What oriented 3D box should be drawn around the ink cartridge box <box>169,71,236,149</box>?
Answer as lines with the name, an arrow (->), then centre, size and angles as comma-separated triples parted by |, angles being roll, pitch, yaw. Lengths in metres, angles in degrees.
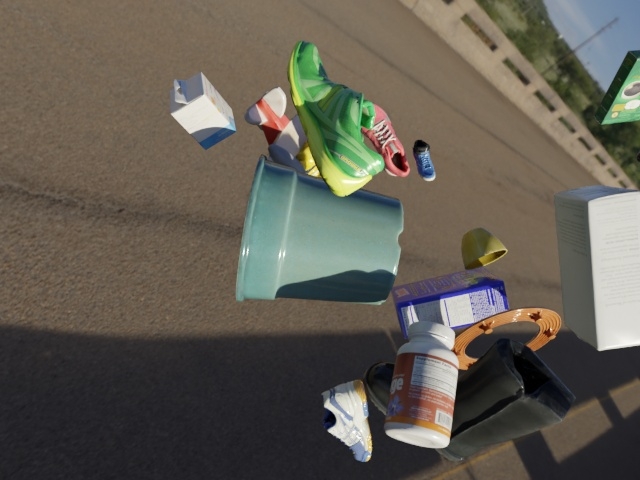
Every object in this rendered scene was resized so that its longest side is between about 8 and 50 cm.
ink cartridge box -> -0.271, -0.297, 1.173 | 0.143, 0.089, 0.092 | 49, 19, -50

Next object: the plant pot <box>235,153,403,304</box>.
plant pot -> 0.000, 0.000, 1.204 | 0.333, 0.341, 0.341 | 10, 40, -4

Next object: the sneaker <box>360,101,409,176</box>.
sneaker -> 0.244, -0.365, 1.882 | 0.314, 0.115, 0.136 | 55, 1, -23

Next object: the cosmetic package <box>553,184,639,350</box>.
cosmetic package -> 0.432, 0.038, 0.804 | 0.117, 0.085, 0.231 | -84, 164, -79

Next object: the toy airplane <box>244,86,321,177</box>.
toy airplane -> -0.072, -0.322, 1.695 | 0.384, 0.272, 0.387 | 20, 67, -63

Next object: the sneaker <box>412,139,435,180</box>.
sneaker -> 0.364, -0.288, 1.830 | 0.085, 0.058, 0.152 | 77, 0, -59

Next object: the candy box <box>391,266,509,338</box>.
candy box -> 0.388, 0.188, 1.615 | 0.268, 0.316, 0.122 | -55, 132, -82

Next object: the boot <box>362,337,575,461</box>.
boot -> 0.338, 0.367, 1.299 | 0.366, 0.445, 0.146 | 35, 55, 5

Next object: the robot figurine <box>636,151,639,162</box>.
robot figurine -> 1.050, -0.288, 1.490 | 0.278, 0.174, 0.209 | 13, 4, -43

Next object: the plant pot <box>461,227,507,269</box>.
plant pot -> 0.482, 0.017, 1.576 | 0.134, 0.134, 0.095 | 9, 55, -52

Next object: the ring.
ring -> 0.514, 0.290, 1.462 | 0.336, 0.336, 0.032 | 28, 36, -39

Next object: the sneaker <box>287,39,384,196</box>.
sneaker -> 0.026, -0.213, 0.875 | 0.109, 0.123, 0.296 | 58, 12, -69

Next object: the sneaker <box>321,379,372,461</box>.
sneaker -> 0.072, 0.516, 1.476 | 0.112, 0.130, 0.297 | -105, -175, -62

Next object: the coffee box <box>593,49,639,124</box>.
coffee box -> 0.751, -0.367, 1.244 | 0.113, 0.184, 0.041 | -8, 51, -7

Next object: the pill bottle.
pill bottle -> 0.198, 0.272, 0.995 | 0.121, 0.121, 0.216 | 34, 57, -31
